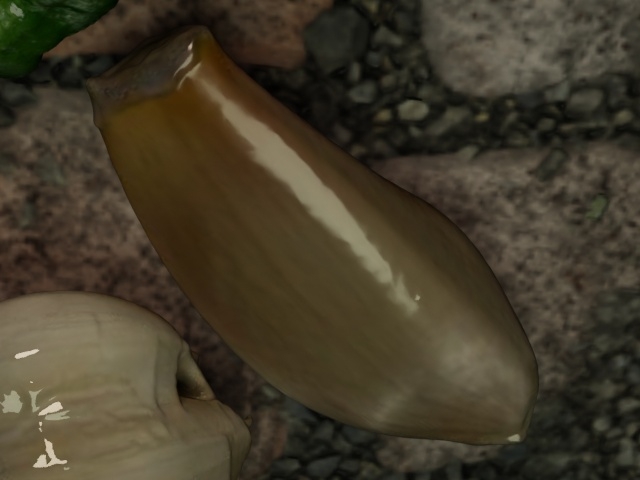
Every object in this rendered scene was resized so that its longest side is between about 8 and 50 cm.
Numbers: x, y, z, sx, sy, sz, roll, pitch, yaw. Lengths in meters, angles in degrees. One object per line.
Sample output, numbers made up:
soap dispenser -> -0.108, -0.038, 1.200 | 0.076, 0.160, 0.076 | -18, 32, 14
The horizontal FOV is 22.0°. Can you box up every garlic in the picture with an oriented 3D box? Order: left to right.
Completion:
garlic -> -0.133, 0.149, 0.978 | 0.203, 0.184, 0.281 | -12, 121, -12
garlic -> -0.005, 0.004, 0.931 | 0.318, 0.112, 0.143 | 41, 134, -24

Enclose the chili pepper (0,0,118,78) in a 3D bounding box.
chili pepper -> -0.113, -0.165, 0.821 | 0.270, 0.136, 0.099 | -28, 130, 20
